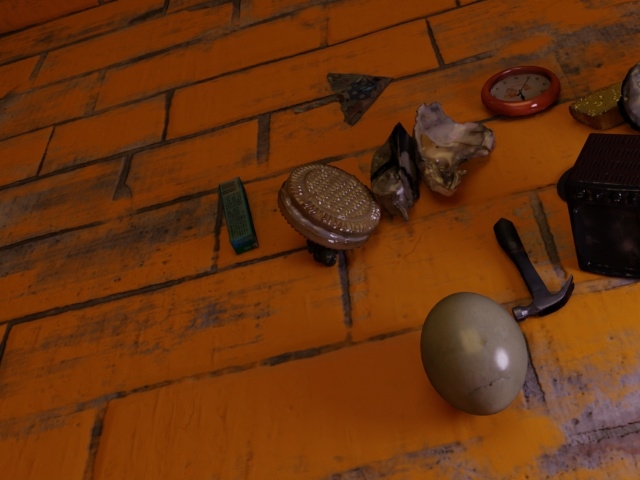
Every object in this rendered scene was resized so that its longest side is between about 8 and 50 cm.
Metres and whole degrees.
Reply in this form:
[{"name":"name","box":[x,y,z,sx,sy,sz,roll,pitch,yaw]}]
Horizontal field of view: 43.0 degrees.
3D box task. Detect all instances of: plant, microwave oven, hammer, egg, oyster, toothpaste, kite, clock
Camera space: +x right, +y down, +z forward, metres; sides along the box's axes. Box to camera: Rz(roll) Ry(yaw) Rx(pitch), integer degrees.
[{"name":"plant","box":[0.000,0.000,1.914,0.087,0.085,0.174,-38,41,16]},{"name":"microwave oven","box":[0.593,-0.061,1.578,0.178,0.247,0.188,6,45,34]},{"name":"hammer","box":[0.427,0.046,1.690,0.137,0.037,0.290,-18,39,5]},{"name":"egg","box":[0.275,0.202,1.461,0.186,0.186,0.253,-17,44,5]},{"name":"oyster","box":[0.315,-0.231,2.011,0.271,0.100,0.275,-28,50,-23]},{"name":"toothpaste","box":[-0.215,-0.069,2.105,0.065,0.050,0.267,-20,39,1]},{"name":"kite","box":[0.070,-0.432,2.425,0.314,0.011,0.335,-19,38,3]},{"name":"clock","box":[0.526,-0.392,2.138,0.205,0.051,0.205,-12,40,10]}]

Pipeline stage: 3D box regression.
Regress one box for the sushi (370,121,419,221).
[{"name":"sushi","box":[0.173,-0.142,1.977,0.109,0.134,0.273,-15,52,29]}]

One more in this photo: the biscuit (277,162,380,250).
[{"name":"biscuit","box":[0.022,-0.083,1.900,0.259,0.079,0.259,19,36,-14]}]

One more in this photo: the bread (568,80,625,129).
[{"name":"bread","box":[0.706,-0.329,1.975,0.187,0.065,0.103,-23,41,-4]}]

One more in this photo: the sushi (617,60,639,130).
[{"name":"sushi","box":[0.840,-0.313,1.787,0.348,0.207,0.234,-9,80,21]}]

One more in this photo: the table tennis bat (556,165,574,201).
[{"name":"table tennis bat","box":[0.659,-0.120,1.790,0.274,0.021,0.154,10,49,36]}]
